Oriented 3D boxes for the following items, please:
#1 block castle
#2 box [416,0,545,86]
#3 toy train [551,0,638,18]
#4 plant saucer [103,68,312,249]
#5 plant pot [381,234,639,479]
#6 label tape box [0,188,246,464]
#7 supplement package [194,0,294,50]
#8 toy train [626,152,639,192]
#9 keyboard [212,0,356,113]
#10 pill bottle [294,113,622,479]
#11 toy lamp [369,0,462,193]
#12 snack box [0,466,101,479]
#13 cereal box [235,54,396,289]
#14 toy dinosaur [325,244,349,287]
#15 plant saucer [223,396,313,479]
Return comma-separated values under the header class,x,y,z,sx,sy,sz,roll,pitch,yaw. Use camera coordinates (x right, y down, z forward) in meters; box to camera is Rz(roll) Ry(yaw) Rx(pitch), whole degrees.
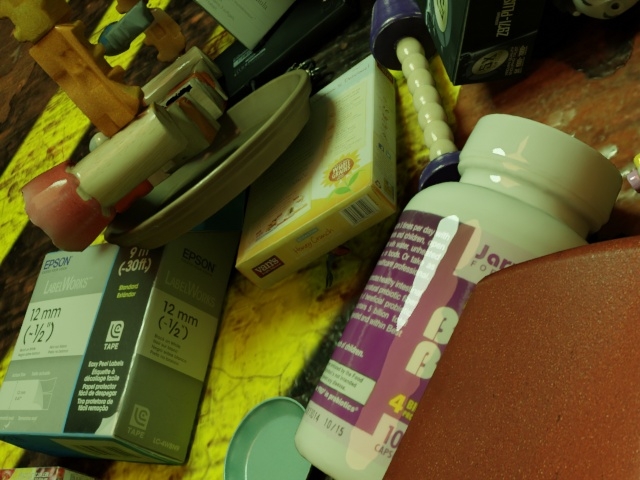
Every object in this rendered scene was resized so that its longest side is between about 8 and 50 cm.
class,x,y,z,sx,sy,sz,roll,pitch,yaw
block castle,-0.286,-0.184,1.074,0.213,0.303,0.453,-37,16,12
box,0.146,-0.265,0.927,0.078,0.147,0.180,-9,54,-8
toy train,0.261,-0.354,0.908,0.190,0.142,0.333,-43,43,35
plant saucer,-0.114,-0.081,1.035,0.278,0.041,0.278,-35,17,12
plant pot,0.188,0.150,0.575,0.236,0.267,0.267,15,77,60
label tape box,-0.235,0.077,1.141,0.249,0.115,0.347,-9,62,41
supplement package,-0.073,-0.390,1.231,0.244,0.139,0.134,-49,35,5
toy train,0.302,-0.081,0.752,0.125,0.046,0.166,-54,40,5
keyboard,-0.080,-0.208,1.228,0.317,0.033,0.201,-35,38,26
pill bottle,0.116,0.062,0.754,0.169,0.169,0.301,19,81,49
toy lamp,0.102,-0.153,0.974,0.080,0.080,0.274,-35,44,25
snack box,-0.349,0.368,1.105,0.175,0.070,0.207,-14,59,39
cereal box,0.000,-0.076,1.010,0.173,0.047,0.240,-31,31,28
toy dinosaur,0.000,0.000,1.004,0.082,0.047,0.090,-8,59,41
plant saucer,-0.045,0.211,0.935,0.119,0.021,0.119,-25,50,34
